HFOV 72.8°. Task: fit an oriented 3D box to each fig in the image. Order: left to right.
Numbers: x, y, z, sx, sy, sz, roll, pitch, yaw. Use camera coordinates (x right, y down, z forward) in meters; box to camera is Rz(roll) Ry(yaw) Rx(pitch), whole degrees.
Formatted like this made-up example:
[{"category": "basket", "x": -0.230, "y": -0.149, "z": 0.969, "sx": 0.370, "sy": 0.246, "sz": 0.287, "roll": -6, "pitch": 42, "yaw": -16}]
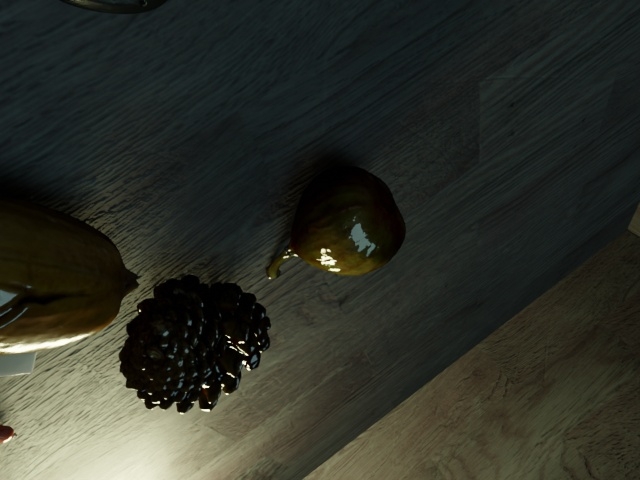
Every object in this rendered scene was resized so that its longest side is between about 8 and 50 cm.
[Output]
[{"category": "fig", "x": 0.000, "y": 0.000, "z": 0.856, "sx": 0.321, "sy": 0.217, "sz": 0.217, "roll": -33, "pitch": 146, "yaw": 25}]

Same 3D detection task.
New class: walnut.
[{"category": "walnut", "x": -0.386, "y": 0.049, "z": 0.563, "sx": 0.336, "sy": 0.209, "sz": 0.209, "roll": 13, "pitch": 119, "yaw": -53}]

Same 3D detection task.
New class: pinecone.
[{"category": "pinecone", "x": -0.210, "y": 0.186, "z": 0.810, "sx": 0.246, "sy": 0.246, "sz": 0.292, "roll": -53, "pitch": 155, "yaw": 16}]

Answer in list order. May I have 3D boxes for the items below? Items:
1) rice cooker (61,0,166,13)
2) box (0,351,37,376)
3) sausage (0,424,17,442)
[{"category": "rice cooker", "x": -0.227, "y": -0.293, "z": 0.433, "sx": 0.165, "sy": 0.106, "sz": 0.112, "roll": -20, "pitch": 142, "yaw": -40}, {"category": "box", "x": -0.483, "y": 0.129, "z": 0.608, "sx": 0.130, "sy": 0.129, "sz": 0.051, "roll": 4, "pitch": 125, "yaw": -41}, {"category": "sausage", "x": -0.644, "y": 0.321, "z": 0.739, "sx": 0.034, "sy": 0.034, "sz": 0.253, "roll": -43, "pitch": 142, "yaw": 3}]
